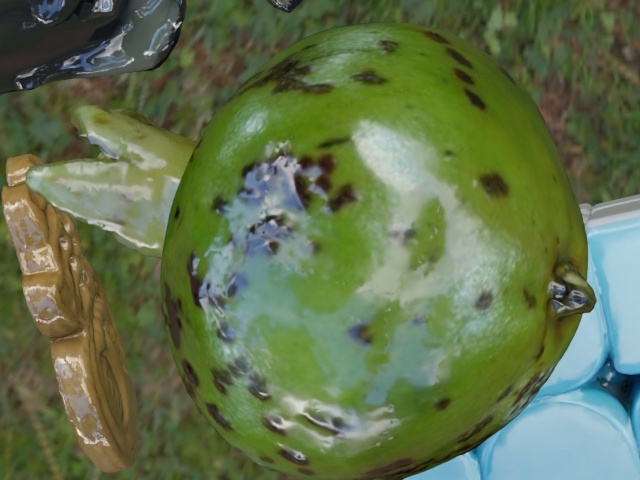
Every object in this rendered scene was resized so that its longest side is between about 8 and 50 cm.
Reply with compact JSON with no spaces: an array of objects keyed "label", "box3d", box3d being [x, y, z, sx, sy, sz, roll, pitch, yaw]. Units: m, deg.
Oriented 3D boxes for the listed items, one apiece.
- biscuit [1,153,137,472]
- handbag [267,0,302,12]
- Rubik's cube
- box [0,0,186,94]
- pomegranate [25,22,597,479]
[{"label":"biscuit","box3d":[-0.204,0.063,1.565,0.044,0.202,0.288,-13,114,2]},{"label":"handbag","box3d":[-0.020,-0.240,1.309,0.072,0.139,0.115,38,105,-26]},{"label":"Rubik's cube","box3d":[0.162,0.131,1.232,0.290,0.291,0.291,-12,91,9]},{"label":"box","box3d":[-0.140,-0.249,0.492,0.091,0.350,0.359,-18,137,-19]},{"label":"pomegranate","box3d":[0.000,0.000,0.840,0.263,0.211,0.211,16,116,23]}]
